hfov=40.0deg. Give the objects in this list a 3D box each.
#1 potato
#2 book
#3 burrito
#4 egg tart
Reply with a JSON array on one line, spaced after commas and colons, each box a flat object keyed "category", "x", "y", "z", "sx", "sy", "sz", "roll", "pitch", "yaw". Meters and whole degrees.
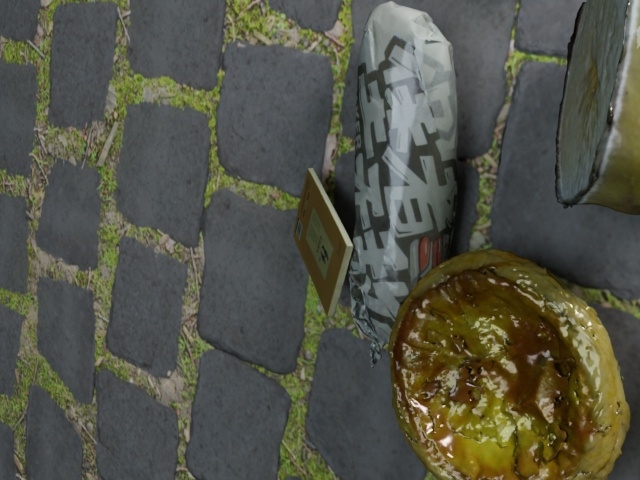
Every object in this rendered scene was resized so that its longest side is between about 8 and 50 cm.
[{"category": "potato", "x": 0.326, "y": -0.146, "z": 0.774, "sx": 0.196, "sy": 0.246, "sz": 0.299, "roll": 9, "pitch": 134, "yaw": 5}, {"category": "book", "x": 0.000, "y": 0.000, "z": 1.150, "sx": 0.172, "sy": 0.012, "sz": 0.118, "roll": -115, "pitch": 30, "yaw": -47}, {"category": "burrito", "x": 0.097, "y": -0.058, "z": 1.056, "sx": 0.139, "sy": 0.101, "sz": 0.445, "roll": 10, "pitch": 100, "yaw": 44}, {"category": "egg tart", "x": 0.209, "y": 0.151, "z": 0.966, "sx": 0.290, "sy": 0.115, "sz": 0.290, "roll": 5, "pitch": 98, "yaw": 40}]
